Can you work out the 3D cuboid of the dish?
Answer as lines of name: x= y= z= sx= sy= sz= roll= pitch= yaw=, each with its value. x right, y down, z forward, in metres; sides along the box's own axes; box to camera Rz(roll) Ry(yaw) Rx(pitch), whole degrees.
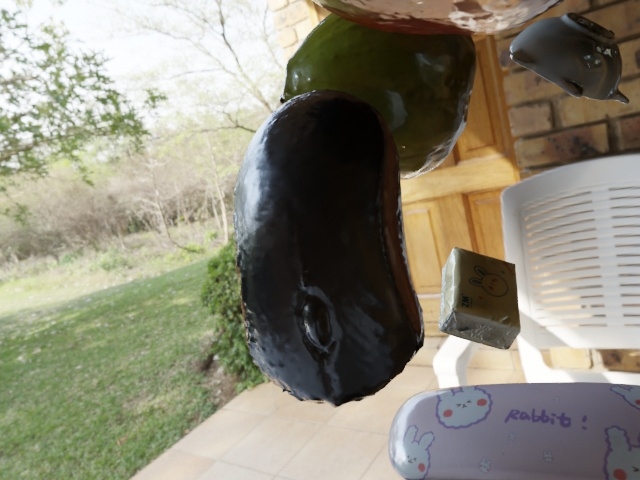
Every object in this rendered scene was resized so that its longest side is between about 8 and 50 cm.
dish: x=0.455 y=-0.330 z=0.855 sx=0.236 sy=0.228 sz=0.086 roll=-28 pitch=-28 yaw=-41

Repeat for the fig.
fig: x=0.097 y=-0.276 z=0.896 sx=0.343 sy=0.344 sz=0.343 roll=-14 pitch=10 yaw=3

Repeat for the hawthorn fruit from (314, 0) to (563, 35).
hawthorn fruit: x=0.093 y=-0.373 z=0.404 sx=0.402 sy=0.403 sz=0.403 roll=-14 pitch=10 yaw=3

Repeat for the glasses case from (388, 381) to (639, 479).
glasses case: x=0.210 y=0.205 z=0.500 sx=0.296 sy=0.075 sz=0.113 roll=-11 pitch=33 yaw=29

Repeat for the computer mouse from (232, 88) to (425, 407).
computer mouse: x=-0.002 y=-0.001 z=0.485 sx=0.182 sy=0.324 sz=0.116 roll=-11 pitch=-13 yaw=21

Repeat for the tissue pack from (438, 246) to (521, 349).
tissue pack: x=0.335 y=0.119 z=1.039 sx=0.148 sy=0.092 sz=0.196 roll=15 pitch=44 yaw=3
